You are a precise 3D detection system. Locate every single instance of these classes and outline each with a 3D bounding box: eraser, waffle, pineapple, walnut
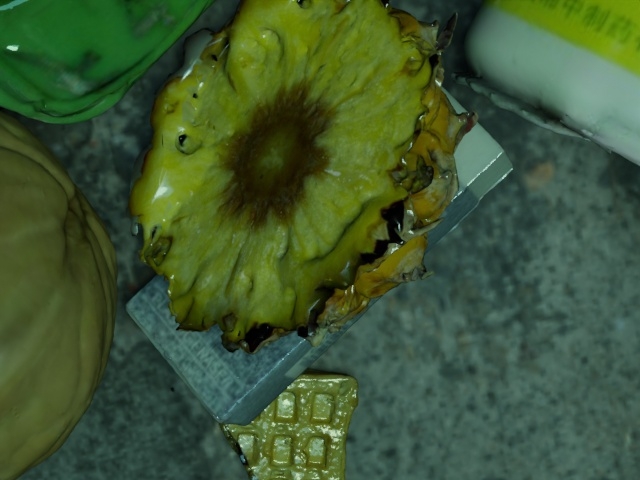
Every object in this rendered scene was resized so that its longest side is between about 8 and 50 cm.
[{"bbox_3d":[0.000,0.000,0.872,0.212,0.046,0.092,-43,70,4],"label":"eraser"},{"bbox_3d":[-0.030,0.146,0.926,0.097,0.023,0.152,2,101,-3],"label":"waffle"},{"bbox_3d":[-0.006,-0.038,0.797,0.076,0.225,0.225,23,100,-47],"label":"pineapple"},{"bbox_3d":[-0.230,0.044,0.801,0.261,0.225,0.225,-32,101,8],"label":"walnut"}]

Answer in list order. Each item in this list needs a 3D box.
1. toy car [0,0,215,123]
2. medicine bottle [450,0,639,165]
[{"bbox_3d":[-0.200,-0.220,0.771,0.213,0.176,0.358,-44,101,5],"label":"toy car"},{"bbox_3d":[0.244,-0.198,0.787,0.213,0.213,0.378,28,97,-8],"label":"medicine bottle"}]
